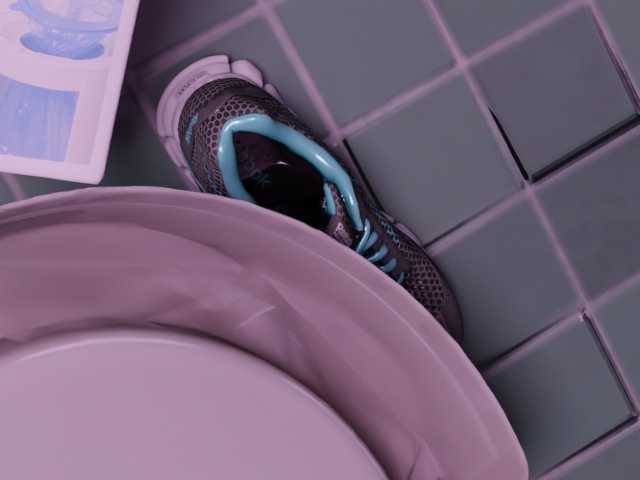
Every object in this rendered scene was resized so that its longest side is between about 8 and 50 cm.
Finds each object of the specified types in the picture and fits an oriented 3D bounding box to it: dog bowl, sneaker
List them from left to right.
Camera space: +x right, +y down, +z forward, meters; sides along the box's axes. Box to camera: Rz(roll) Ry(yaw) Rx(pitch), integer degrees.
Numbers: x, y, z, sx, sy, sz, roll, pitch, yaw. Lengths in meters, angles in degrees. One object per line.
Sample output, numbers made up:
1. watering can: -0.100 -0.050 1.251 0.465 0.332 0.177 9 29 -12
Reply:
1. dog bowl: -0.082 0.156 0.622 0.349 0.102 0.349 1 88 -27
2. sneaker: 0.000 0.000 0.678 0.065 0.076 0.166 -46 109 0

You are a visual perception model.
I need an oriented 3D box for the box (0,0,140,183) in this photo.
1. box: -0.167 -0.103 0.583 0.203 0.103 0.114 6 121 -15
